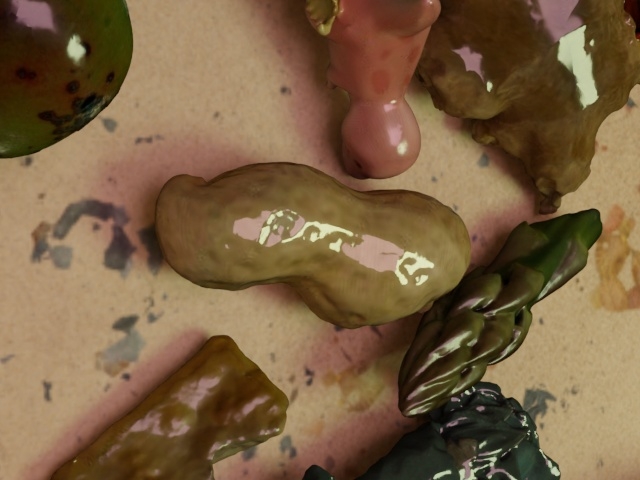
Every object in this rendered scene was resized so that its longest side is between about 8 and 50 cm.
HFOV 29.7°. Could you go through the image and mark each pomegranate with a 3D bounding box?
[{"bbox_3d":[-0.195,-0.147,0.775,0.159,0.159,0.205,32,50,-27],"label":"pomegranate"}]

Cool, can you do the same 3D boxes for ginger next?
[{"bbox_3d":[0.179,-0.145,1.000,0.218,0.123,0.270,-9,103,-12],"label":"ginger"}]

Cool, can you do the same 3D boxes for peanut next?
[{"bbox_3d":[0.000,0.000,0.906,0.263,0.101,0.117,15,66,-30],"label":"peanut"}]

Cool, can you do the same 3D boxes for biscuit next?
[{"bbox_3d":[-0.078,0.172,0.852,0.174,0.039,0.183,38,65,16],"label":"biscuit"}]

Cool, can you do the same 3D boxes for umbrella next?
[{"bbox_3d":[0.037,0.224,0.932,0.348,0.094,0.143,-32,82,-32],"label":"umbrella"}]

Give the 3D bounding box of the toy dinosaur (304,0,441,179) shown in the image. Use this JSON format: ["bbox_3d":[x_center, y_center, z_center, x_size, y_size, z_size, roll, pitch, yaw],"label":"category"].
[{"bbox_3d":[0.034,-0.145,0.900,0.152,0.194,0.177,-14,76,-38],"label":"toy dinosaur"}]

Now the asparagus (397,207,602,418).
[{"bbox_3d":[0.140,0.054,0.995,0.287,0.080,0.080,-44,112,-38],"label":"asparagus"}]

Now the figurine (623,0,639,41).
[{"bbox_3d":[0.315,-0.268,1.072,0.160,0.183,0.226,17,106,10],"label":"figurine"}]
